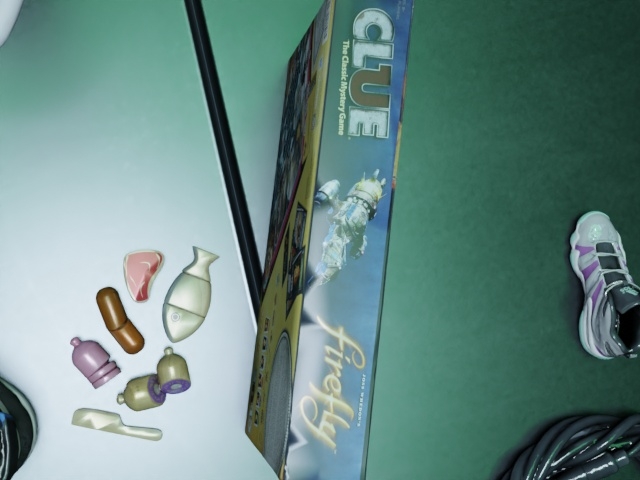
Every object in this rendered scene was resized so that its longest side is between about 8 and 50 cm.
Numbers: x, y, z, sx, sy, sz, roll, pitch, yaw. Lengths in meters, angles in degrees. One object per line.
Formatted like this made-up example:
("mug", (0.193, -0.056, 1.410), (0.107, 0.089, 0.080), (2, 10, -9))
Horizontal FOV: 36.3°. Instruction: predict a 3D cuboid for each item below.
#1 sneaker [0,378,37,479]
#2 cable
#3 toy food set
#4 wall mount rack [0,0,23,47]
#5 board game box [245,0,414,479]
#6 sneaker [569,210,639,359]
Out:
("sneaker", (-0.252, 0.065, 0.516), (0.216, 0.121, 0.079), (29, 81, -8))
("cable", (0.189, 0.186, 0.628), (0.184, 0.047, 0.151), (8, 85, -9))
("toy food set", (-0.111, 0.058, 0.594), (0.077, 0.019, 0.122), (13, 85, -9))
("wall mount rack", (-0.266, -0.211, 0.454), (0.304, 0.350, 0.130), (23, 113, -18))
("board game box", (0.000, 0.000, 0.544), (0.042, 0.165, 0.243), (7, 86, -10))
("sneaker", (0.192, 0.028, 0.626), (0.038, 0.069, 0.098), (-7, 88, -11))
